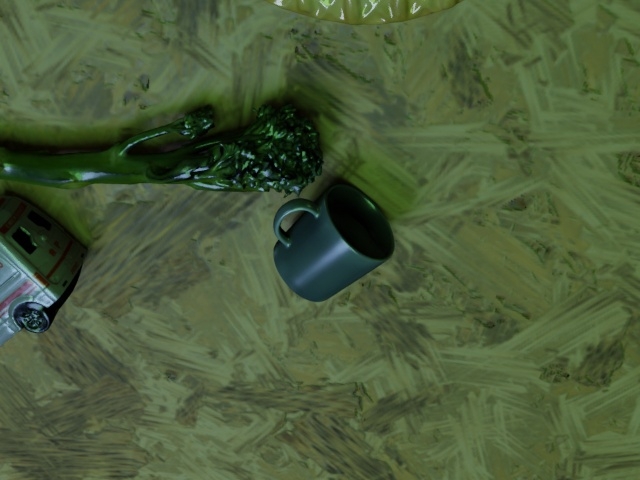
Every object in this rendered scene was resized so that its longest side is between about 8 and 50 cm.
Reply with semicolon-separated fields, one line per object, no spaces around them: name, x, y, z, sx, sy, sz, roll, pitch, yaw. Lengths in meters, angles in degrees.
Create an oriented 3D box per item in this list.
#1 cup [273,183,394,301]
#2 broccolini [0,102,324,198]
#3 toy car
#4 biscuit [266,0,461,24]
cup;0.000;0.000;0.739;0.100;0.078;0.077;29;128;-30
broccolini;-0.192;-0.082;0.724;0.392;0.074;0.079;5;166;5
toy car;-0.316;0.054;0.808;0.210;0.089;0.108;-36;113;24
biscuit;0.058;-0.250;0.584;0.309;0.040;0.204;-31;116;25
